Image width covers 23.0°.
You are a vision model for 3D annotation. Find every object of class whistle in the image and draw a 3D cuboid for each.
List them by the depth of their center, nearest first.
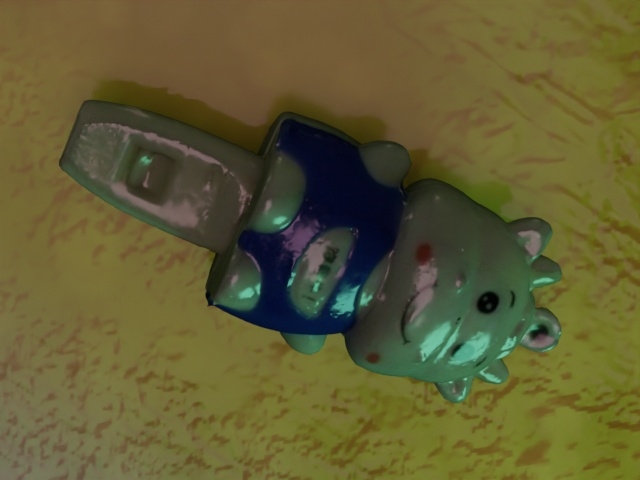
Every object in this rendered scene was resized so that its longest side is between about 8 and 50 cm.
[{"bbox_3d":[0.000,0.000,0.713,0.244,0.092,0.110,23,110,-9],"label":"whistle"}]
